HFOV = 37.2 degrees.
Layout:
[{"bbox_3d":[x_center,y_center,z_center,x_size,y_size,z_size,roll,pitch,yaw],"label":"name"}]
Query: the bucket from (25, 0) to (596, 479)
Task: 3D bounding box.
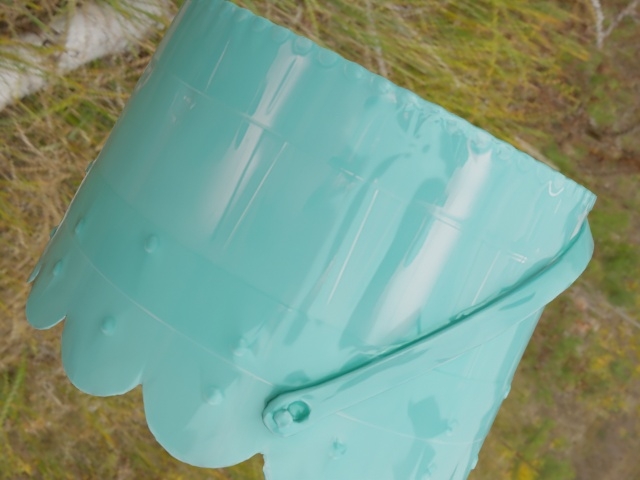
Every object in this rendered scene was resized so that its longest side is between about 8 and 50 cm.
[{"bbox_3d":[0.000,0.000,0.516,0.281,0.281,0.183,13,107,-57],"label":"bucket"}]
